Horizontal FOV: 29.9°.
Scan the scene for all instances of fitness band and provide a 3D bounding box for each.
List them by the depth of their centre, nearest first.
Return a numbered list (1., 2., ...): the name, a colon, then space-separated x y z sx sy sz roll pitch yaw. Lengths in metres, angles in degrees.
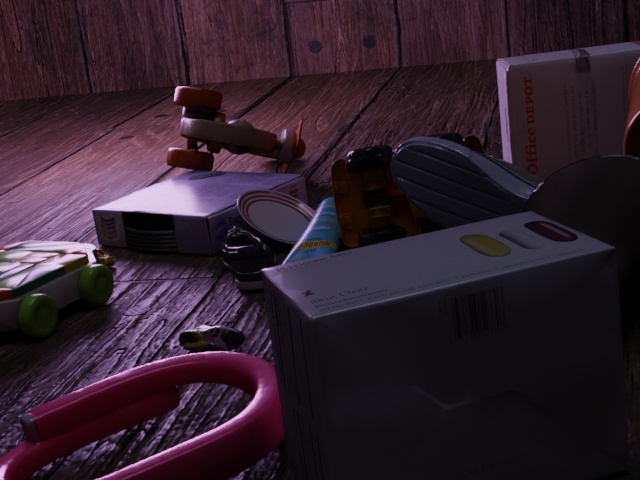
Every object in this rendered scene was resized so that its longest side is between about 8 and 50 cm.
1. fitness band: -0.168 0.181 1.100 0.291 0.054 0.209 -22 20 -25

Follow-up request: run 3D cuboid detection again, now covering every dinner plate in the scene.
1. dinner plate: -0.060 -0.031 1.799 0.141 0.017 0.141 16 30 -10

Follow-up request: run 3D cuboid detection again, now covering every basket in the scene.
1. basket: 0.289 0.018 1.347 0.204 0.154 0.227 -25 10 33

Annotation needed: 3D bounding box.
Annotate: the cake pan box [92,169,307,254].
1. cake pan box: -0.192 -0.049 1.915 0.245 0.070 0.267 2 18 34

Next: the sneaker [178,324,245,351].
1. sneaker: -0.124 0.110 1.404 0.083 0.031 0.035 0 17 22

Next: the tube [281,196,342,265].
1. tube: 0.000 0.000 1.713 0.080 0.052 0.207 -12 21 17

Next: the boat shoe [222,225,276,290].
1. boat shoe: -0.100 0.011 1.670 0.075 0.065 0.206 -9 16 -7

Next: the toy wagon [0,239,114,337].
1. toy wagon: -0.416 0.055 1.646 0.267 0.068 0.344 3 19 29

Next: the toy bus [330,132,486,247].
1. toy bus: 0.129 -0.071 1.751 0.220 0.149 0.211 -9 3 1

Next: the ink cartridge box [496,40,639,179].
1. ink cartridge box: 0.435 -0.207 1.941 0.283 0.207 0.117 -7 15 0

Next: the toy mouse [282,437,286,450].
1. toy mouse: -0.014 0.161 1.183 0.143 0.031 0.161 5 20 35

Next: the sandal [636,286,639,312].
1. sandal: 0.474 0.054 1.305 0.254 0.054 0.097 -1 17 19

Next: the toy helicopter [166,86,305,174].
1. toy helicopter: -0.116 -0.183 2.190 0.235 0.140 0.355 7 1 16

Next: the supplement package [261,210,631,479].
1. supplement package: 0.104 0.108 1.008 0.262 0.204 0.145 -12 17 -16

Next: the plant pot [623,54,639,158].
1. plant pot: 0.550 -0.161 1.665 0.291 0.291 0.203 5 36 34

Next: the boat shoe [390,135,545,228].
1. boat shoe: 0.238 -0.053 1.597 0.302 0.109 0.094 28 25 16
